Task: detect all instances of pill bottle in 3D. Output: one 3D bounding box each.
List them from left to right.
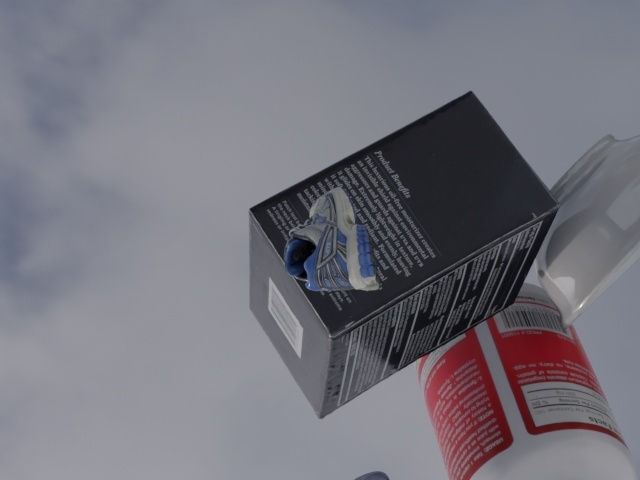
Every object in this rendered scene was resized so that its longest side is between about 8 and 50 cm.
[{"bbox_3d":[0.271,0.264,1.799,0.229,0.408,0.229,-7,-48,-7],"label":"pill bottle"}]

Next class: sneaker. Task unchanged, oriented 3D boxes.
[{"bbox_3d":[0.000,0.000,0.965,0.058,0.135,0.052,-13,-72,-5],"label":"sneaker"}]

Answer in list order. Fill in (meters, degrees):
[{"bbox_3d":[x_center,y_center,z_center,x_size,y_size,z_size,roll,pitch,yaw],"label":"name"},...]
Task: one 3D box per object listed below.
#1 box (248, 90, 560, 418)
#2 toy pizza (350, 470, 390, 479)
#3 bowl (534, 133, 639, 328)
[{"bbox_3d":[0.082,0.022,1.594,0.294,0.183,0.296,-28,-19,-15],"label":"box"},{"bbox_3d":[0.009,0.340,1.562,0.201,0.032,0.201,-40,-32,-31],"label":"toy pizza"},{"bbox_3d":[0.363,-0.039,1.742,0.298,0.134,0.298,-43,-12,-11],"label":"bowl"}]
